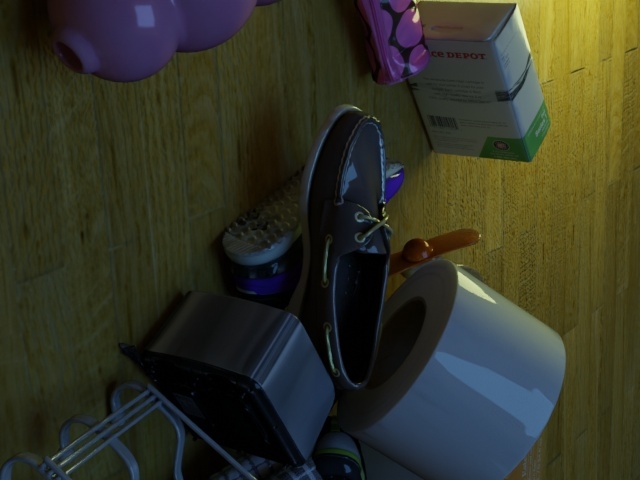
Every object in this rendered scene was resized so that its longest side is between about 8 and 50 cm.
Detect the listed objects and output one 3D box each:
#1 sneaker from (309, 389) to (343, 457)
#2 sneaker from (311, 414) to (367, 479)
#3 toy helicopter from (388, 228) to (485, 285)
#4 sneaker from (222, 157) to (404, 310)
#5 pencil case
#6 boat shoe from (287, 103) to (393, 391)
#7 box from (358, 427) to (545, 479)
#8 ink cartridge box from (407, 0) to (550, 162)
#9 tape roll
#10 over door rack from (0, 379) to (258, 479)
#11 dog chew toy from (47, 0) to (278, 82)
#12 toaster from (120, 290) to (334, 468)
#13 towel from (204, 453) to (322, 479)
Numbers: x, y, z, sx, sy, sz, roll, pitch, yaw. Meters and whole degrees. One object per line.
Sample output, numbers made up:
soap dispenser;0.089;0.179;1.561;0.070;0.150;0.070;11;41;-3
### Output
sneaker;-0.055;0.204;1.456;0.130;0.087;0.228;23;98;-29
sneaker;0.029;0.298;1.551;0.235;0.084;0.097;92;2;-59
toy helicopter;0.104;0.103;1.612;0.355;0.140;0.235;-8;112;-41
sneaker;-0.001;0.000;1.463;0.293;0.102;0.146;-35;126;-36
pencil case;0.080;-0.297;1.503;0.098;0.095;0.209;-87;161;-51
boat shoe;0.034;0.010;1.350;0.116;0.096;0.325;4;98;-47
box;0.182;0.349;1.744;0.345;0.168;0.215;-14;109;-52
ink cartridge box;0.214;-0.223;1.648;0.093;0.160;0.219;-56;139;-32
tape roll;0.155;0.167;1.438;0.169;0.246;0.246;34;66;-14
over door rack;-0.125;0.281;1.142;0.108;0.324;0.239;-63;170;19
dog chew toy;-0.129;-0.278;1.131;0.332;0.206;0.207;-48;135;-25
toaster;-0.095;0.150;1.308;0.110;0.168;0.186;-59;141;-31
towel;-0.080;0.399;1.382;0.235;0.121;0.284;-33;127;-22
